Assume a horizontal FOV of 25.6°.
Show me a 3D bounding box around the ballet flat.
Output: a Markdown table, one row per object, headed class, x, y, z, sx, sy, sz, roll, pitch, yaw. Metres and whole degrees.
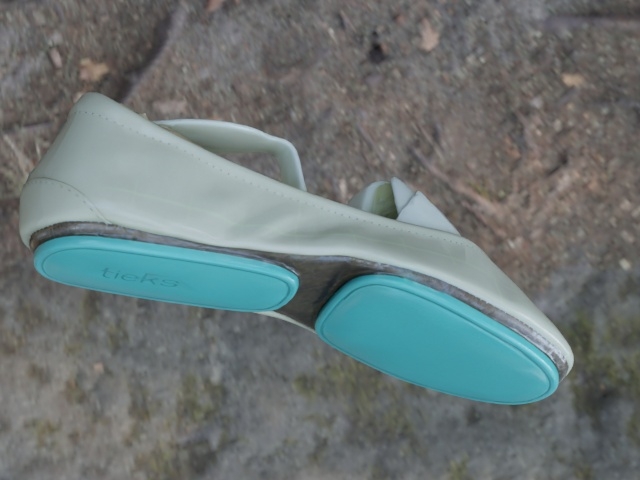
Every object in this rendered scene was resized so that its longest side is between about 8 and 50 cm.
| class | x | y | z | sx | sy | sz | roll | pitch | yaw |
| --- | --- | --- | --- | --- | --- | --- | --- | --- | --- |
| ballet flat | 0.000 | 0.000 | 0.589 | 0.248 | 0.086 | 0.086 | 18 | 115 | -22 |
